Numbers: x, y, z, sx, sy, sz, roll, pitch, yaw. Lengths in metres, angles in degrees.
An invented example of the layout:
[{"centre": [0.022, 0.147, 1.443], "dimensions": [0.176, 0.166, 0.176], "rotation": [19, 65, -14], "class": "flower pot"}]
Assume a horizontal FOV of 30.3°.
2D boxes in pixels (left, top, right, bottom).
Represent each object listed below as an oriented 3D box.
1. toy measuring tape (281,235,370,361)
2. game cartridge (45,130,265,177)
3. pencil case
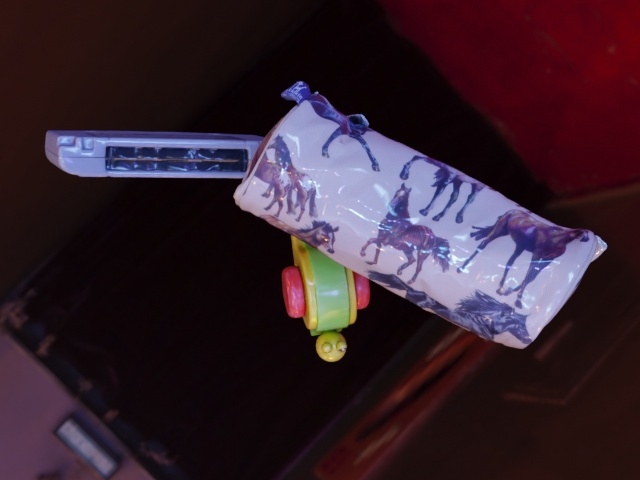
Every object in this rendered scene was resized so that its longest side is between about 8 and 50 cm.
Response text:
[{"centre": [0.000, 0.000, 1.547], "dimensions": [0.121, 0.121, 0.330], "rotation": [-167, 70, -70], "class": "toy measuring tape"}, {"centre": [-0.209, -0.116, 1.577], "dimensions": [0.198, 0.297, 0.062], "rotation": [-168, 78, -71], "class": "game cartridge"}, {"centre": [0.116, -0.027, 1.370], "dimensions": [0.410, 0.183, 0.160], "rotation": [28, 156, 8], "class": "pencil case"}]
